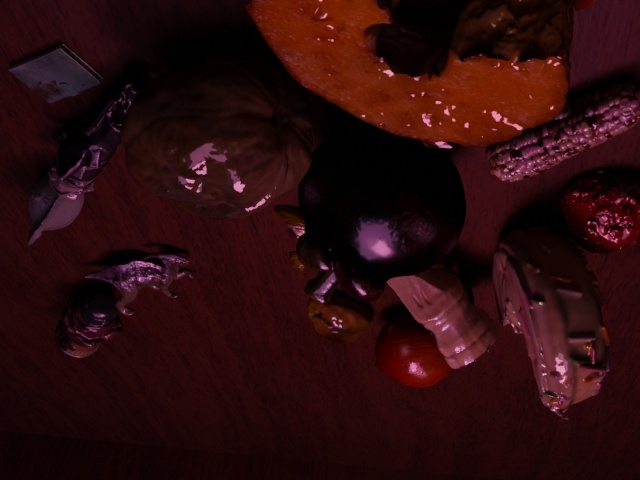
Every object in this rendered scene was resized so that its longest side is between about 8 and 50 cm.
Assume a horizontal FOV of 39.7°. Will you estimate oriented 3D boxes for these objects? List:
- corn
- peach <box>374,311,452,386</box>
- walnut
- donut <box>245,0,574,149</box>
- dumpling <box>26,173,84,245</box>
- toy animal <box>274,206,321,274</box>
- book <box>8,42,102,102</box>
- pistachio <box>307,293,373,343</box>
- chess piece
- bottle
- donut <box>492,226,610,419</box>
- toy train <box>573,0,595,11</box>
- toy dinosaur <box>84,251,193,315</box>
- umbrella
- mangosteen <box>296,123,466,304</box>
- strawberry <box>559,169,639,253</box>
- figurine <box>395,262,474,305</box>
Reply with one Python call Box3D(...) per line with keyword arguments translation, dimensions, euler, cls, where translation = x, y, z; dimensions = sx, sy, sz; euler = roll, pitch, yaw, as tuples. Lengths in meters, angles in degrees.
Box3D(translation=(0.392, -0.176, 1.440), dimensions=(0.281, 0.092, 0.092), euler=(-25, 137, 39), cls="corn")
Box3D(translation=(0.222, 0.262, 2.139), dimensions=(0.198, 0.197, 0.197), euler=(6, 150, 4), cls="peach")
Box3D(translation=(-0.158, -0.165, 1.421), dimensions=(0.277, 0.282, 0.253), euler=(-17, 102, 29), cls="walnut")
Box3D(translation=(0.118, -0.293, 1.191), dimensions=(0.435, 0.163, 0.378), euler=(23, 161, -12), cls="donut")
Box3D(translation=(-0.562, -0.070, 1.817), dimensions=(0.104, 0.149, 0.217), euler=(58, 147, -2), cls="dumpling")
Box3D(translation=(0.000, 0.000, 1.853), dimensions=(0.219, 0.155, 0.095), euler=(56, 170, -1), cls="toy animal")
Box3D(translation=(-0.455, -0.285, 1.530), dimensions=(0.135, 0.017, 0.103), euler=(-12, 144, 32), cls="book")
Box3D(translation=(0.055, 0.191, 2.139), dimensions=(0.189, 0.100, 0.110), euler=(31, 147, -31), cls="pistachio")
Box3D(translation=(0.237, 0.118, 1.856), dimensions=(0.301, 0.137, 0.137), euler=(49, 140, -5), cls="chess piece")
Box3D(translation=(-0.598, 0.215, 2.311), dimensions=(0.156, 0.143, 0.271), euler=(21, 147, -20), cls="bottle")
Box3D(translation=(0.440, 0.125, 1.715), dimensions=(0.150, 0.371, 0.307), euler=(-13, 118, 1), cls="donut")
Box3D(translation=(0.285, -0.434, 1.012), dimensions=(0.089, 0.086, 0.409), euler=(-9, 146, 24), cls="toy train")
Box3D(translation=(-0.421, 0.088, 2.117), dimensions=(0.294, 0.077, 0.162), euler=(-22, 137, 19), cls="toy dinosaur")
Box3D(translation=(-0.405, -0.195, 1.591), dimensions=(0.106, 0.113, 0.358), euler=(-4, 157, -39), cls="umbrella")
Box3D(translation=(0.097, -0.049, 1.501), dimensions=(0.297, 0.313, 0.296), euler=(15, 146, 10), cls="mangosteen")
Box3D(translation=(0.533, -0.023, 1.636), dimensions=(0.190, 0.111, 0.236), euler=(5, 151, 1), cls="strawberry")
Box3D(translation=(0.259, 0.115, 1.960), dimensions=(0.178, 0.114, 0.144), euler=(17, 149, 2), cls="figurine")
